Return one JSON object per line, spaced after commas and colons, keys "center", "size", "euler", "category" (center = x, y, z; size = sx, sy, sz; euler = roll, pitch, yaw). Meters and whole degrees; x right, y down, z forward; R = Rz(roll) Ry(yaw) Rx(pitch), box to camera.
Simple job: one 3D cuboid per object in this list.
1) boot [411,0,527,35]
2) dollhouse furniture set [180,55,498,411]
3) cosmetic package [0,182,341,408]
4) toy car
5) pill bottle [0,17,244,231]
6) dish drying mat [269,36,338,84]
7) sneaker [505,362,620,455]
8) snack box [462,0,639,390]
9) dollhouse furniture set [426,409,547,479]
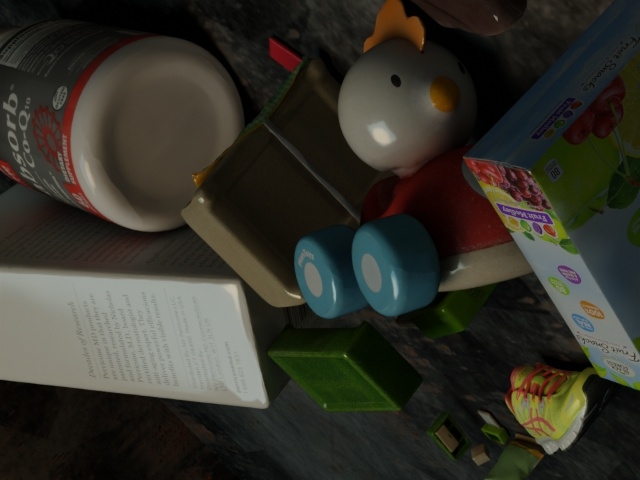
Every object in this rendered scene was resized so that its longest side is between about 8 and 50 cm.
{"center": [0.020, -0.226, 0.916], "size": [0.207, 0.090, 0.248], "euler": [43, 172, -26], "category": "boot"}
{"center": [0.000, 0.000, 1.241], "size": [0.301, 0.197, 0.151], "euler": [46, 156, -18], "category": "dollhouse furniture set"}
{"center": [-0.220, 0.050, 1.455], "size": [0.453, 0.230, 0.161], "euler": [3, 118, 27], "category": "cosmetic package"}
{"center": [0.088, -0.081, 1.003], "size": [0.210, 0.219, 0.238], "euler": [-9, 97, 66], "category": "toy car"}
{"center": [-0.268, -0.144, 1.451], "size": [0.363, 0.210, 0.210], "euler": [19, 149, 49], "category": "pill bottle"}
{"center": [-0.017, -0.167, 1.225], "size": [0.083, 0.008, 0.032], "euler": [38, 159, 16], "category": "dish drying mat"}
{"center": [0.239, 0.165, 1.316], "size": [0.094, 0.081, 0.208], "euler": [42, 161, 9], "category": "sneaker"}
{"center": [0.213, -0.031, 0.819], "size": [0.070, 0.174, 0.207], "euler": [19, 150, 55], "category": "snack box"}
{"center": [0.204, 0.255, 1.573], "size": [0.058, 0.076, 0.152], "euler": [51, 160, -24], "category": "dollhouse furniture set"}
